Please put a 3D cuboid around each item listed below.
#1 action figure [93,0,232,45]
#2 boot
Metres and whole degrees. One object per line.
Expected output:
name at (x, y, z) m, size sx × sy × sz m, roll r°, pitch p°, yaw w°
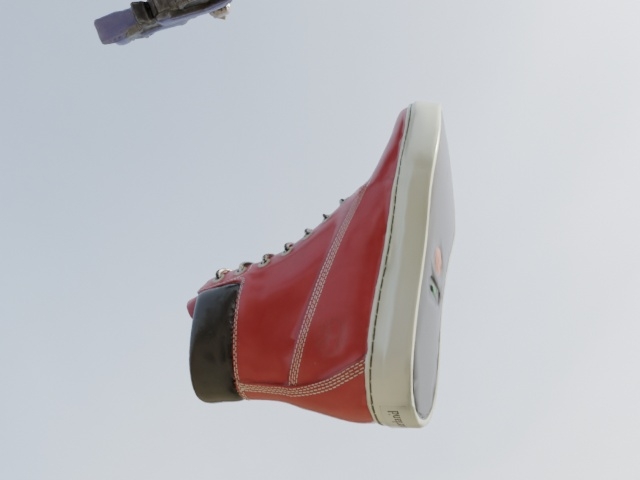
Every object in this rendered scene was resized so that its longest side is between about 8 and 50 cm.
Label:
action figure at (-0.105, -0.346, 0.635) m, size 0.341 × 0.330 × 0.178 m, roll -23°, pitch -78°, yaw -2°
boot at (0.000, 0.000, 0.399) m, size 0.176 × 0.244 × 0.088 m, roll -1°, pitch -38°, yaw 26°
